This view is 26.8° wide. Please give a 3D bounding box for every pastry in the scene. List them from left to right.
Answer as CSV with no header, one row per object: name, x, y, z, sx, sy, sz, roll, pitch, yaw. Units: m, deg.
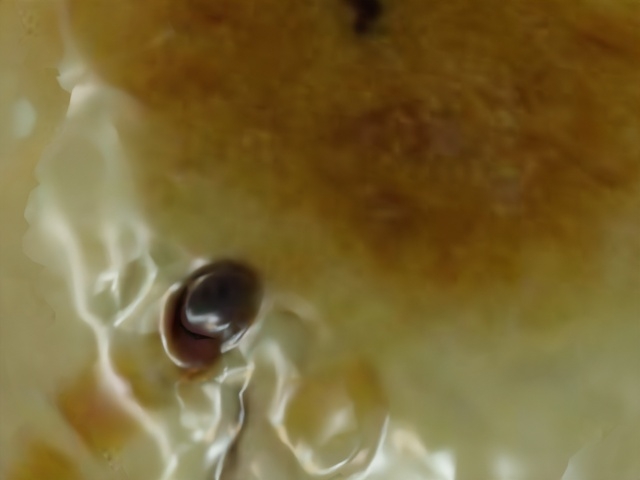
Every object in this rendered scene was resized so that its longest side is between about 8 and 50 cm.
pastry,0.000,0.000,0.573,0.388,0.389,0.312,59,-16,13
